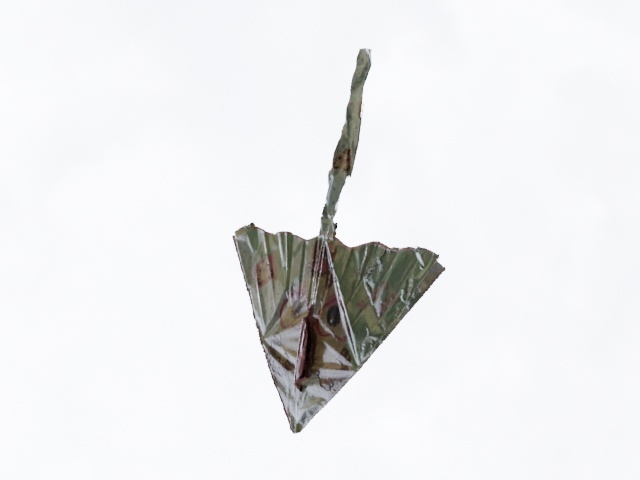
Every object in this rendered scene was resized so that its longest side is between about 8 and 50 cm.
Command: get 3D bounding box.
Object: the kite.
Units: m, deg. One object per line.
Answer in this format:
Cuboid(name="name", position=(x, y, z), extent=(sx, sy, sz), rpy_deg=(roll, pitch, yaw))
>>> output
Cuboid(name="kite", position=(0.001, 0.000, 0.613), extent=(0.012, 0.229, 0.250), rpy_deg=(11, -90, -37))
